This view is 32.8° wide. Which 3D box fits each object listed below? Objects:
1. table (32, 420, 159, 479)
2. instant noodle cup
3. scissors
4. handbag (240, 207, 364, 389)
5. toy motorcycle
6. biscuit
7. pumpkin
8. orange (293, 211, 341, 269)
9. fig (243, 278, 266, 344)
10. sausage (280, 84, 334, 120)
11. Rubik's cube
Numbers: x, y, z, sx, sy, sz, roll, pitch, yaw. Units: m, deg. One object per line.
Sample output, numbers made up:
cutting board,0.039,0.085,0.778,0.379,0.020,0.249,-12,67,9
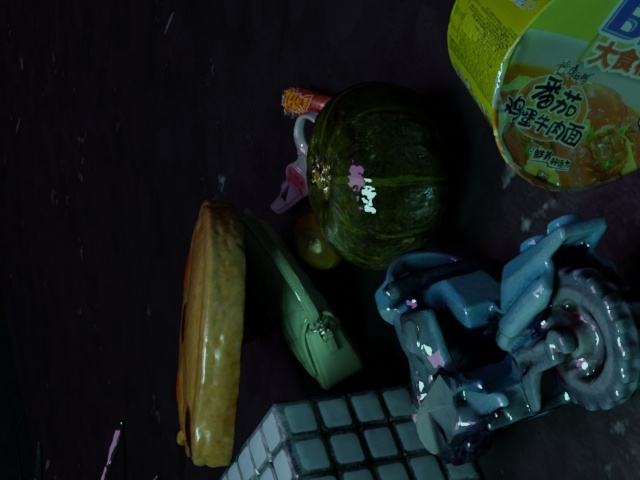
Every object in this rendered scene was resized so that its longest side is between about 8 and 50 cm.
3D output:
table,-0.488,0.540,2.330,0.317,0.317,0.249,34,110,56
instant noodle cup,0.207,-0.164,0.941,0.153,0.205,0.205,-122,38,-51
scissors,-0.021,-0.089,1.523,0.118,0.030,0.242,55,151,6
handbag,-0.046,0.064,1.459,0.256,0.079,0.219,51,171,48
toy motorcycle,0.164,0.085,1.067,0.416,0.172,0.232,131,123,-64
biscuit,-0.149,0.115,1.442,0.455,0.078,0.350,137,140,-77
pumpkin,0.067,-0.074,1.250,0.223,0.157,0.224,177,90,-79
orange,0.000,0.000,1.473,0.083,0.070,0.083,179,90,-78
fig,-0.128,0.104,1.727,0.119,0.153,0.119,6,107,19
sausage,-0.004,-0.178,1.481,0.050,0.048,0.145,-53,34,-5
Rubik's cube,0.041,0.326,1.266,0.237,0.237,0.238,-56,44,45
